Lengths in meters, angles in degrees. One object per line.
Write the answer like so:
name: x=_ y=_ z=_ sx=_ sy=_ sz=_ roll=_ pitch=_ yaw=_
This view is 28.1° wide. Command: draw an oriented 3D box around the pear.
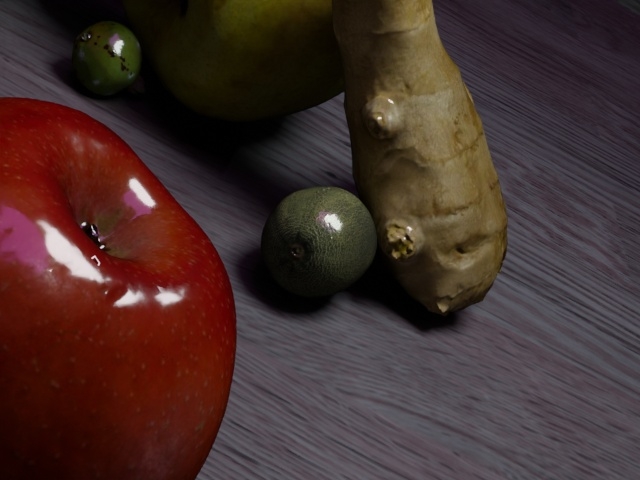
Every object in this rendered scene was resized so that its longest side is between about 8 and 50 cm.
pear: x=-0.051 y=-0.266 z=1.304 sx=0.304 sy=0.304 sz=0.304 roll=25 pitch=27 yaw=-14

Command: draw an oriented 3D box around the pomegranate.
pomegranate: x=-0.203 y=-0.177 z=1.243 sx=0.073 sy=0.073 sz=0.084 roll=39 pitch=9 yaw=14

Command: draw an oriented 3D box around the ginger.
ginger: x=0.109 y=-0.121 z=1.188 sx=0.166 sy=0.375 sz=0.236 roll=17 pitch=30 yaw=32

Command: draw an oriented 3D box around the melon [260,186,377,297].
melon: x=0.000 y=0.000 z=1.115 sx=0.098 sy=0.098 sz=0.130 roll=35 pitch=21 yaw=8

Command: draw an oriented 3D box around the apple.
apple: x=-0.171 y=0.048 z=0.697 sx=0.260 sy=0.216 sz=0.260 roll=34 pitch=26 yaw=-20
